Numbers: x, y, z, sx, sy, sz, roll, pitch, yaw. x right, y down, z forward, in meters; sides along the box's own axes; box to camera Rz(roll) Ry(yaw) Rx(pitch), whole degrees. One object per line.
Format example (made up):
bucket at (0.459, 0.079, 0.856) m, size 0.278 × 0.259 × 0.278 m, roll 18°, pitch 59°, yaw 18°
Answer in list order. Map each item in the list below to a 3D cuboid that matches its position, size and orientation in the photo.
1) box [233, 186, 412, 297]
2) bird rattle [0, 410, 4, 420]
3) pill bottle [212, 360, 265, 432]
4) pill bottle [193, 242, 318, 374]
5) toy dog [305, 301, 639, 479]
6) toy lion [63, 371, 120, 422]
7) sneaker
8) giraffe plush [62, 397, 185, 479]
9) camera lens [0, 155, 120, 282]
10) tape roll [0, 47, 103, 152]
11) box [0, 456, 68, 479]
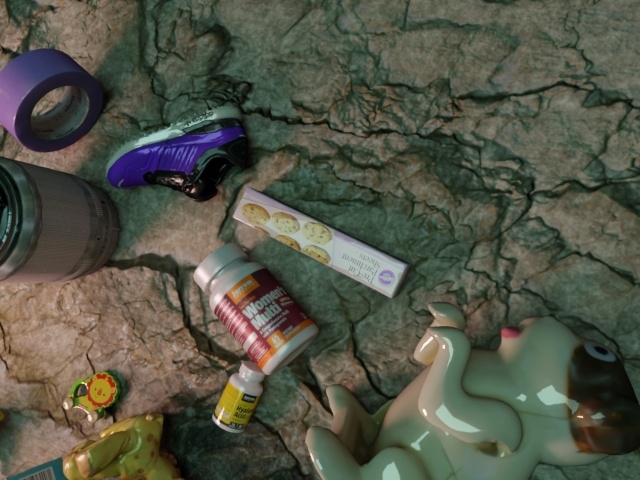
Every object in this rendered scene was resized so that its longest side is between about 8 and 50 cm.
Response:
box at (0.000, 0.000, 1.000) m, size 0.324 × 0.063 × 0.067 m, roll 27°, pitch 95°, yaw 16°
bird rattle at (-0.781, 0.402, 1.116) m, size 0.207 × 0.254 × 0.143 m, roll 11°, pitch 89°, yaw 40°
pill bottle at (-0.143, 0.279, 1.022) m, size 0.065 × 0.065 × 0.116 m, roll 26°, pitch 94°, yaw 16°
pill bottle at (-0.116, 0.116, 0.996) m, size 0.121 × 0.121 × 0.221 m, roll -45°, pitch 77°, yaw 9°
toy dog at (0.240, 0.274, 0.806) m, size 0.408 × 0.284 × 0.395 m, roll -34°, pitch 79°, yaw 9°
toy lion at (-0.448, 0.303, 1.128) m, size 0.100 × 0.034 × 0.096 m, roll 19°, pitch 85°, yaw 17°
sneaker at (-0.266, -0.133, 1.065) m, size 0.294 × 0.102 × 0.146 m, roll -21°, pitch 82°, yaw 14°
giraffe plush at (-0.335, 0.417, 1.038) m, size 0.210 × 0.181 × 0.170 m, roll -27°, pitch 90°, yaw -22°
camera lens at (-0.538, -0.030, 1.046) m, size 0.220 × 0.274 × 0.219 m, roll -1°, pitch 86°, yaw 16°
tape roll at (-0.528, -0.269, 1.103) m, size 0.080 × 0.189 × 0.189 m, roll 41°, pitch 98°, yaw 15°
box at (-0.567, 0.469, 1.062) m, size 0.244 × 0.101 × 0.060 m, roll -30°, pitch 76°, yaw 39°
